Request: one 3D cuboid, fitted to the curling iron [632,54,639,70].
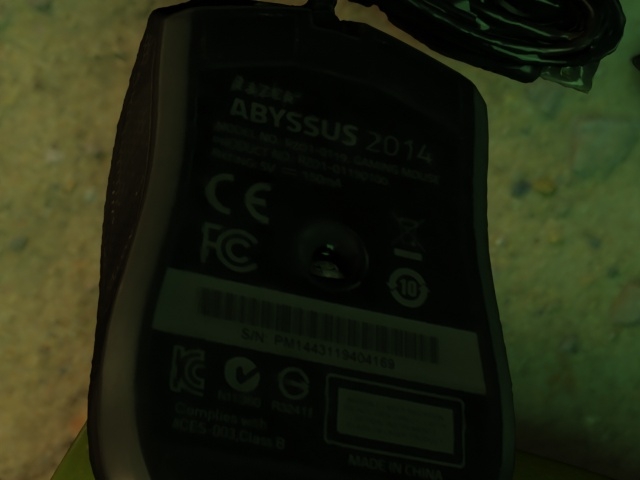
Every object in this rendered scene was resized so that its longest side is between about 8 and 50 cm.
[{"bbox_3d":[0.173,-0.154,0.473,0.068,0.035,0.274,7,110,-12],"label":"curling iron"}]

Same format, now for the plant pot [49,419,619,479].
[{"bbox_3d":[0.024,0.174,0.479,0.294,0.275,0.274,31,104,-3],"label":"plant pot"}]

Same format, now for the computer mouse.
[{"bbox_3d":[0.000,0.000,0.423,0.189,0.272,0.072,18,146,-15],"label":"computer mouse"}]
